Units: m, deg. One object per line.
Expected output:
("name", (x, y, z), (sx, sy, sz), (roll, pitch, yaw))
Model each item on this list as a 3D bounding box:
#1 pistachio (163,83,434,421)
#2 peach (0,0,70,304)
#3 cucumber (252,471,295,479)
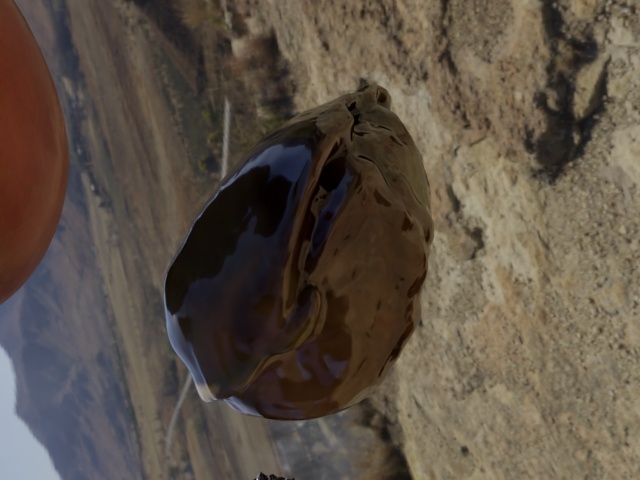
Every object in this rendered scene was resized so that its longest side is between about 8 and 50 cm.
("pistachio", (0.000, 0.000, 0.389), (0.210, 0.131, 0.165), (-64, 0, -30))
("peach", (-0.376, -0.102, 0.526), (0.388, 0.389, 0.387), (166, 90, -69))
("cucumber", (-0.083, 0.291, 0.353), (0.096, 0.359, 0.096), (21, 141, 18))
